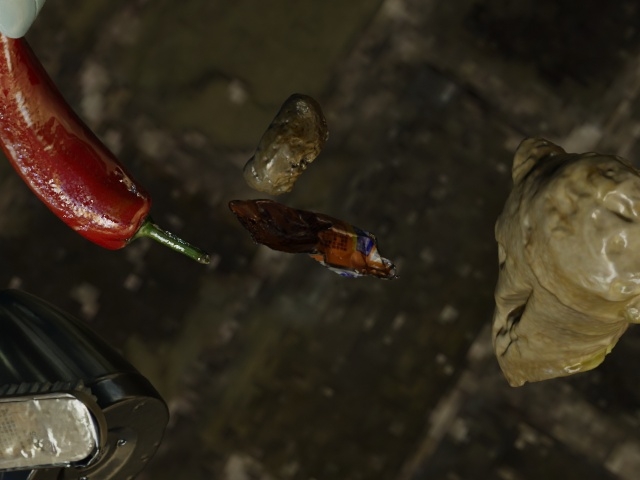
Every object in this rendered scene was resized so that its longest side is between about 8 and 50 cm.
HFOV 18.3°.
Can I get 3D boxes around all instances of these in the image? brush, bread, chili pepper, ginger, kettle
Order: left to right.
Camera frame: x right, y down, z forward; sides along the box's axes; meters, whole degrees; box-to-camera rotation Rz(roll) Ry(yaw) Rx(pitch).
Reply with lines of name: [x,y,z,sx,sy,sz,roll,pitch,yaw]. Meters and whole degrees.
brush: [-0.326,0.158,1.662,0.328,0.070,0.065,-7,21,16]
kettle: [-0.317,0.159,2.294,0.251,0.271,0.207,-12,-40,-48]
chili pepper: [-0.256,-0.096,1.946,0.137,0.368,0.092,8,56,49]
bread: [-0.032,-0.098,2.059,0.113,0.060,0.082,-57,5,-7]
ginger: [0.209,0.028,1.670,0.126,0.190,0.354,-27,-25,-18]

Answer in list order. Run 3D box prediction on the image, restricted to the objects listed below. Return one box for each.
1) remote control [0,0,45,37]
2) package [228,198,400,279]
remote control: [-0.254,-0.294,1.513,0.103,0.051,0.293,-83,-14,-45]
package: [0.000,-0.001,1.290,0.033,0.111,0.077,-53,38,29]
